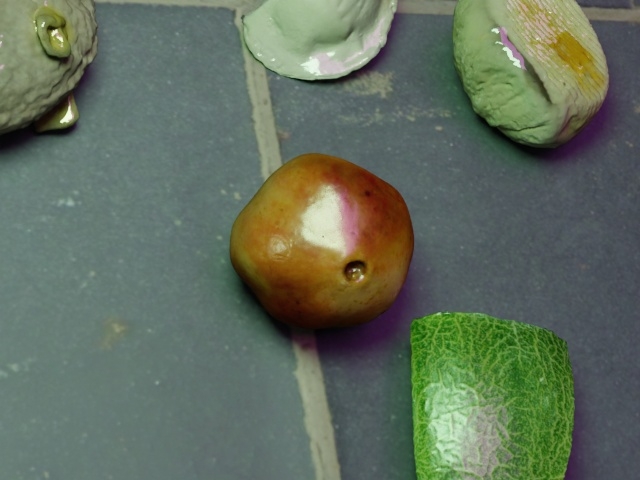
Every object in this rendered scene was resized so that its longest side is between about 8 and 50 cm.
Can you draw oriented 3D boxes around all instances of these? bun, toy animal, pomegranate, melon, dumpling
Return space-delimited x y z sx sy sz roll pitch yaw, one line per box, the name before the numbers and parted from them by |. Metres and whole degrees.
bun | 0.265 -0.240 1.568 0.243 0.153 0.244 22 52 -31
toy animal | -0.394 -0.222 1.305 0.358 0.188 0.226 -33 74 -29
pomegranate | 0.003 0.000 1.326 0.209 0.209 0.209 8 63 -16
melon | 0.186 0.248 1.317 0.196 0.124 0.324 9 61 -7
dumpling | 0.019 -0.307 1.533 0.166 0.126 0.216 50 56 -10
